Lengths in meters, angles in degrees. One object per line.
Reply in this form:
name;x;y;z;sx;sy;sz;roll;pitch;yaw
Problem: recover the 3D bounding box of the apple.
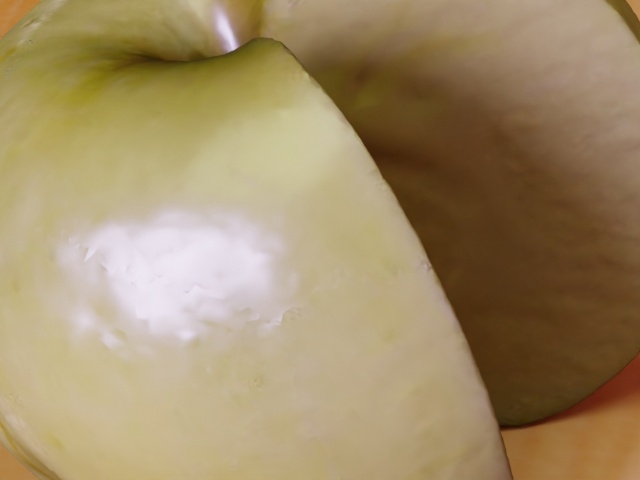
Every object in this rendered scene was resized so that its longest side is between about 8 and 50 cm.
apple;0.000;0.000;0.554;0.292;0.254;0.292;-13;39;11
